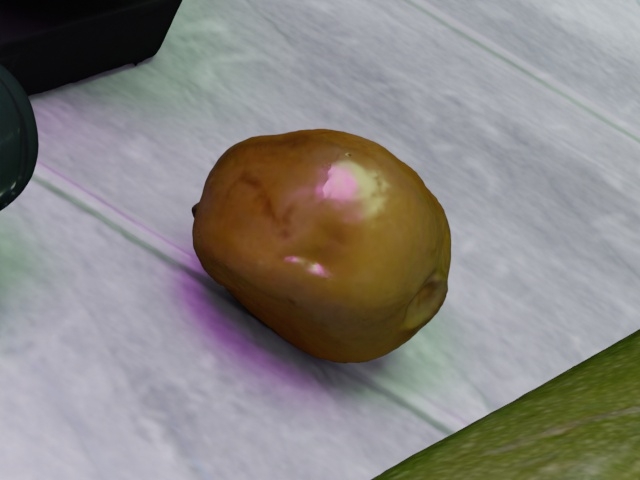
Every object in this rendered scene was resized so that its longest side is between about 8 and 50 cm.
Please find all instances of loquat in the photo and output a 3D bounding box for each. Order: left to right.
[{"bbox_3d":[0.000,0.000,0.996,0.137,0.113,0.137,20,4,-1],"label":"loquat"}]

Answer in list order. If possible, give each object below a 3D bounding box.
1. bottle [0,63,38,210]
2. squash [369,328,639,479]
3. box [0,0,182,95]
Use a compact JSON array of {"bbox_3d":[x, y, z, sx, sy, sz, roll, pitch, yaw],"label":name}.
[{"bbox_3d":[-0.219,-0.010,0.818,0.143,0.156,0.271,8,22,30],"label":"bottle"},{"bbox_3d":[0.129,0.172,0.729,0.263,0.263,0.384,42,35,19],"label":"squash"},{"bbox_3d":[-0.246,-0.146,1.049,0.211,0.058,0.350,40,35,19],"label":"box"}]
